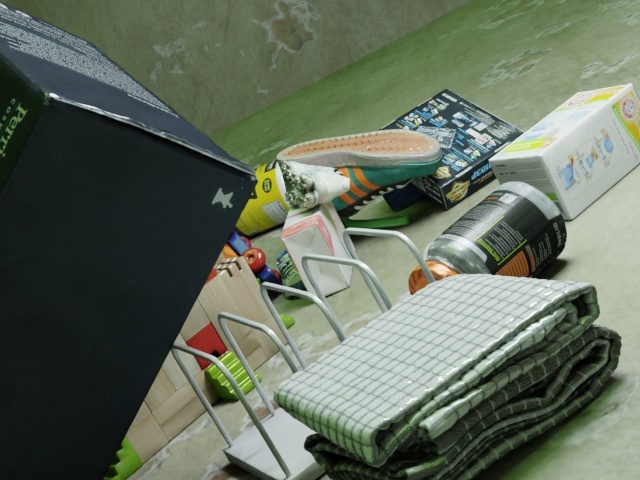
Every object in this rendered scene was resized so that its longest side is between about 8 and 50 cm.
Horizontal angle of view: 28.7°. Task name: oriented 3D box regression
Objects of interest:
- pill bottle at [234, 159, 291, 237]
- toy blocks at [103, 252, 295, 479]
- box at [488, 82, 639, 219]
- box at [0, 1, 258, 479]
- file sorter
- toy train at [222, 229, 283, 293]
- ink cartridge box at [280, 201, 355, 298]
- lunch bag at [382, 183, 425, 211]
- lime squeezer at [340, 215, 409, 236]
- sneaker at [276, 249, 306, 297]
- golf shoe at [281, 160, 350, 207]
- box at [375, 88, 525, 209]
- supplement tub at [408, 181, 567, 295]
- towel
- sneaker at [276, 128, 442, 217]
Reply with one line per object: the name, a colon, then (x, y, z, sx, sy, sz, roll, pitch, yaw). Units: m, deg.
pill bottle: (-0.087, -0.090, 2.406, 0.209, 0.119, 0.119, -22, 16, 25)
toy blocks: (-0.225, 0.111, 1.713, 0.381, 0.261, 0.191, -39, 18, -32)
box: (0.354, -0.121, 1.737, 0.203, 0.103, 0.114, -36, 17, -26)
box: (-0.389, 0.000, 1.498, 0.472, 0.297, 0.479, 38, 104, 47)
file sorter: (0.000, 0.124, 1.437, 0.278, 0.173, 0.193, -34, 16, -20)
toy train: (-0.187, 0.026, 2.044, 0.143, 0.105, 0.248, -41, 60, -5)
ink cartridge box: (0.000, 0.000, 1.953, 0.067, 0.115, 0.198, -24, 16, 12)
lunch bag: (0.147, -0.102, 2.123, 0.098, 0.065, 0.067, -30, 15, -2)
lime squeezer: (0.039, -0.026, 2.130, 0.110, 0.058, 0.310, 1, 4, -21)
sneaker: (-0.048, 0.049, 1.992, 0.052, 0.058, 0.135, -29, 16, -2)
golf shoe: (-0.008, -0.089, 1.956, 0.086, 0.069, 0.176, -10, 17, -16)
box: (0.207, -0.155, 2.059, 0.175, 0.051, 0.220, -33, 39, -16)
supplement tub: (0.201, 0.021, 1.518, 0.190, 0.117, 0.117, -37, 17, -31)
towel: (0.126, 0.146, 1.250, 0.284, 0.121, 0.235, -33, 17, -21)
sneaker: (0.072, -0.102, 2.018, 0.302, 0.121, 0.108, -1, 27, 37)
